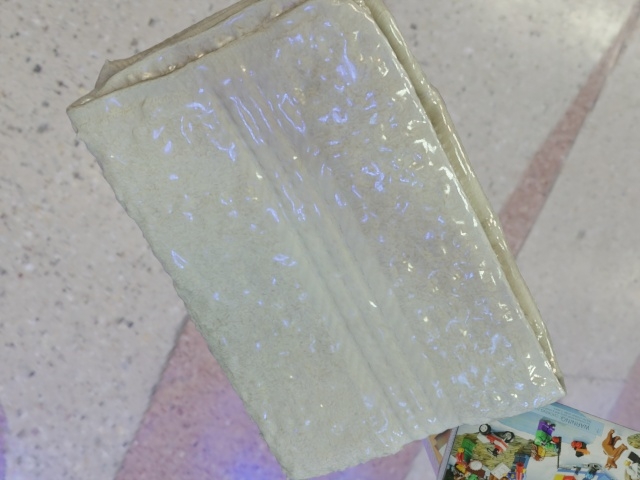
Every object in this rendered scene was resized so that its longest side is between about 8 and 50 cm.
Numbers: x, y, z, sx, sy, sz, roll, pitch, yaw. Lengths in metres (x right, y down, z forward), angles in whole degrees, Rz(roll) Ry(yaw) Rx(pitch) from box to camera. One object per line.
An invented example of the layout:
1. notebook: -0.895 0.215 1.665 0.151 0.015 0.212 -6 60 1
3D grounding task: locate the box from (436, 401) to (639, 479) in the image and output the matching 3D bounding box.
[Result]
1. box: 0.217 0.231 0.959 0.044 0.233 0.159 105 4 -71

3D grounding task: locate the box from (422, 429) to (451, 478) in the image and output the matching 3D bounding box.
1. box: 0.200 0.260 1.253 0.130 0.171 0.091 -20 157 -4

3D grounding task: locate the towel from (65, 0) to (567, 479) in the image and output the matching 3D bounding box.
1. towel: 0.000 0.000 0.619 0.282 0.187 0.049 62 21 -17
